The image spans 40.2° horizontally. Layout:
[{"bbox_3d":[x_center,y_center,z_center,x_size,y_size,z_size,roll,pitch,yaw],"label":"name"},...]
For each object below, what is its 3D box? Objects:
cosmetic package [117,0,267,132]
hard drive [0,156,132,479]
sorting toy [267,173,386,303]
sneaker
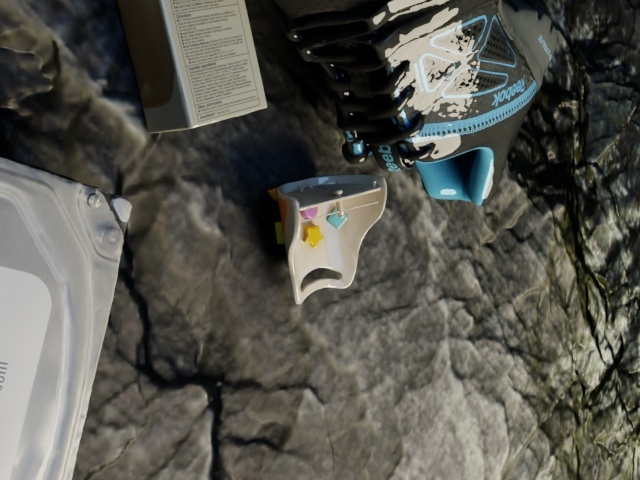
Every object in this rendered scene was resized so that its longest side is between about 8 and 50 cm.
[{"bbox_3d":[-0.074,-0.121,0.476,0.060,0.041,0.115,-22,106,-43],"label":"cosmetic package"},{"bbox_3d":[-0.241,0.051,0.302,0.339,0.064,0.237,20,77,-42],"label":"hard drive"},{"bbox_3d":[0.000,0.000,0.556,0.083,0.045,0.075,-16,110,-44],"label":"sorting toy"},{"bbox_3d":[0.050,-0.115,0.518,0.341,0.125,0.140,19,84,-53],"label":"sneaker"}]
